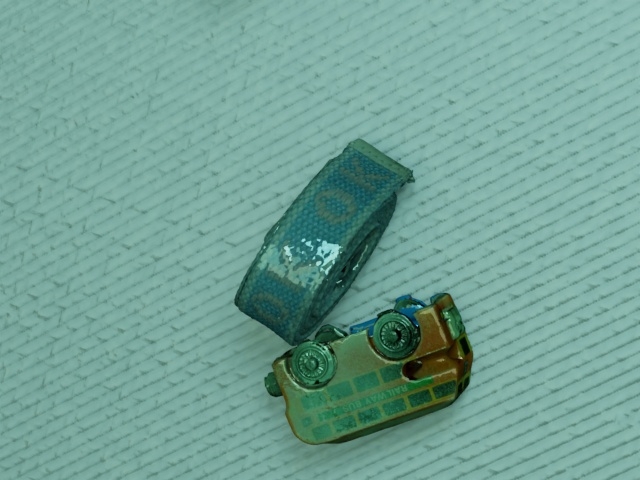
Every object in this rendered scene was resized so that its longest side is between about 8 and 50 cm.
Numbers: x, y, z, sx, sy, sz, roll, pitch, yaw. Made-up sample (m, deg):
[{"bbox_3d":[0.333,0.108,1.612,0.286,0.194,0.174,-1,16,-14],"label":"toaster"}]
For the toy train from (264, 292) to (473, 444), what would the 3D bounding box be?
[{"bbox_3d":[0.045,0.114,1.729,0.188,0.072,0.099,-22,96,19],"label":"toy train"}]

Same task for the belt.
[{"bbox_3d":[-0.005,0.006,1.690,0.082,0.163,0.147,35,133,10],"label":"belt"}]
